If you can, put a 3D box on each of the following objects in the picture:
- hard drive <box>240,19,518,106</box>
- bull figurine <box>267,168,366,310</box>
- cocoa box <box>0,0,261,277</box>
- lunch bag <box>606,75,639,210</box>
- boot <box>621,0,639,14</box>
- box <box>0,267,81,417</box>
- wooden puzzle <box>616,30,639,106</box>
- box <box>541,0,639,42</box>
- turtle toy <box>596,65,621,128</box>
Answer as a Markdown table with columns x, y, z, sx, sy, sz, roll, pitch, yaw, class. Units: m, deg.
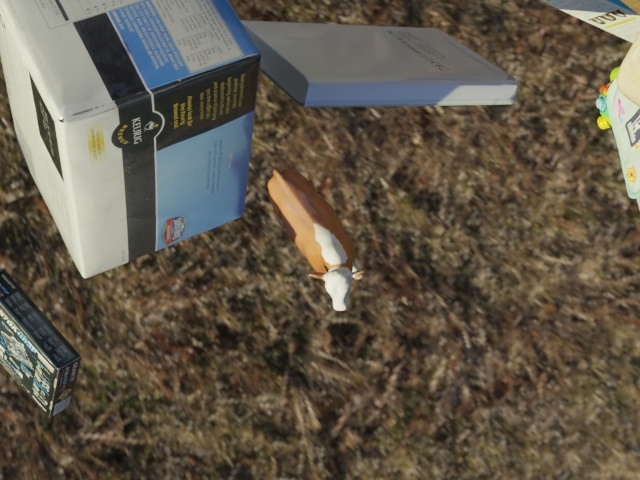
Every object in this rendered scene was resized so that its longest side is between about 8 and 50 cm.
| x | y | z | sx | sy | sz | roll | pitch | yaw | class |
| --- | --- | --- | --- | --- | --- | --- | --- | --- | --- |
| 0.080 | -0.257 | 1.671 | 0.353 | 0.233 | 0.047 | -4 | 122 | -30 | hard drive |
| 0.000 | 0.000 | 2.166 | 0.101 | 0.310 | 0.188 | -28 | 159 | -1 | bull figurine |
| -0.224 | -0.159 | 1.334 | 0.228 | 0.231 | 0.347 | -23 | 156 | -18 | cocoa box |
| 0.548 | -0.155 | 1.805 | 0.160 | 0.223 | 0.262 | -13 | 153 | 16 | lunch bag |
| 0.454 | -0.336 | 1.284 | 0.115 | 0.305 | 0.112 | 45 | 58 | -20 | boot |
| -0.511 | 0.181 | 1.994 | 0.051 | 0.220 | 0.175 | -33 | 159 | -36 | box |
| 0.449 | -0.182 | 0.995 | 0.080 | 0.322 | 0.348 | -26 | 147 | -45 | wooden puzzle |
| 0.493 | -0.397 | 1.918 | 0.244 | 0.100 | 0.060 | 17 | 80 | -25 | box |
| 0.524 | -0.255 | 1.998 | 0.095 | 0.130 | 0.066 | -21 | 116 | 36 | turtle toy |
